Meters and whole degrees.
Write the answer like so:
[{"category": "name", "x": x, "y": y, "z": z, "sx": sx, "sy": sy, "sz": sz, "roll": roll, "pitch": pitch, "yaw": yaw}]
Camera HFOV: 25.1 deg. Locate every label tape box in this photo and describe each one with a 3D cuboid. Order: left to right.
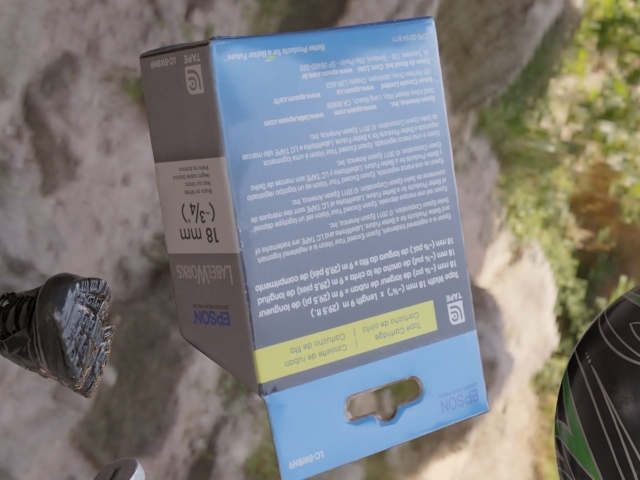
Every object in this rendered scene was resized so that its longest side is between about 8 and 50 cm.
[{"category": "label tape box", "x": 0.000, "y": 0.000, "z": 1.151, "sx": 0.240, "sy": 0.106, "sz": 0.333, "roll": -12, "pitch": 97, "yaw": -40}]

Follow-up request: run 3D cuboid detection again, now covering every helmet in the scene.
[{"category": "helmet", "x": 0.188, "y": 0.096, "z": 0.680, "sx": 0.161, "sy": 0.169, "sz": 0.169, "roll": 64, "pitch": 44, "yaw": -67}]

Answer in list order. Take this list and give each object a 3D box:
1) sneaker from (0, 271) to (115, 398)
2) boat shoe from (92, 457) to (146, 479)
[{"category": "sneaker", "x": -0.288, "y": 0.096, "z": 1.495, "sx": 0.286, "sy": 0.130, "sz": 0.109, "roll": 113, "pitch": -5, "yaw": -70}, {"category": "boat shoe", "x": -0.321, "y": 0.462, "z": 2.192, "sx": 0.119, "sy": 0.121, "sz": 0.335, "roll": 64, "pitch": 24, "yaw": -17}]
